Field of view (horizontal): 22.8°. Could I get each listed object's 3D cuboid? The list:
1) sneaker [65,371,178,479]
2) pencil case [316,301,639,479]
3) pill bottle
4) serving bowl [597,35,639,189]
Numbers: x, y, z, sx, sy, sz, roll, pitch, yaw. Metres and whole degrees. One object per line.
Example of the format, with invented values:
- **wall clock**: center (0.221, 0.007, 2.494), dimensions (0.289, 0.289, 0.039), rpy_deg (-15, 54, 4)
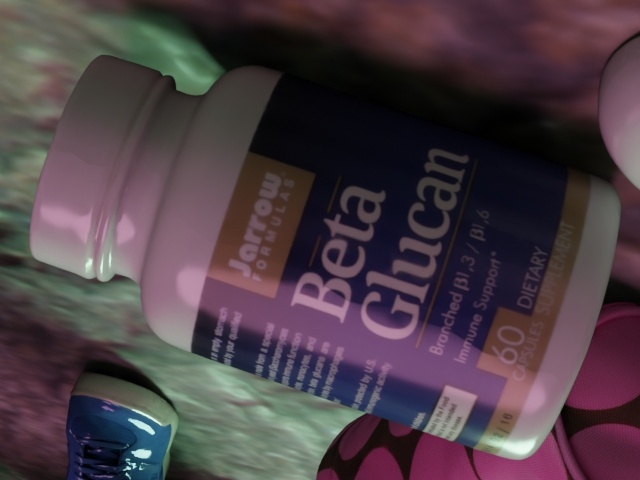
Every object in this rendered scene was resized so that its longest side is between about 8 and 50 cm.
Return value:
- **sneaker**: center (-0.116, 0.132, 0.856), dimensions (0.058, 0.084, 0.152), rpy_deg (17, 154, 3)
- **pencil case**: center (0.081, 0.093, 0.645), dimensions (0.098, 0.095, 0.209), rpy_deg (12, 161, -23)
- **pill bottle**: center (0.000, 0.000, 0.502), dimensions (0.169, 0.094, 0.094), rpy_deg (18, 155, 1)
- **serving bowl**: center (0.117, -0.026, 0.448), dimensions (0.083, 0.027, 0.083), rpy_deg (15, 155, 7)
